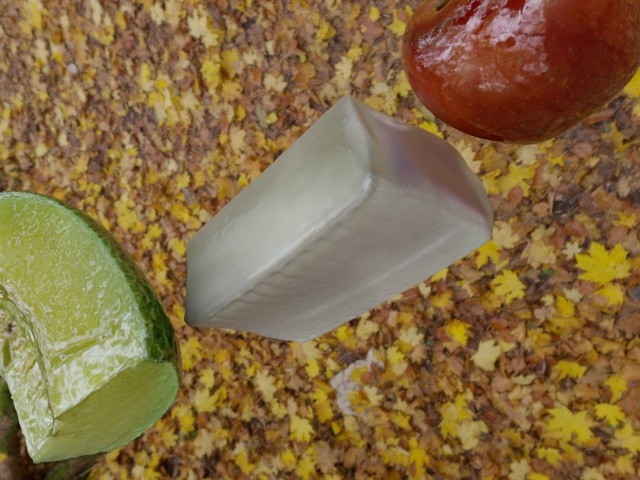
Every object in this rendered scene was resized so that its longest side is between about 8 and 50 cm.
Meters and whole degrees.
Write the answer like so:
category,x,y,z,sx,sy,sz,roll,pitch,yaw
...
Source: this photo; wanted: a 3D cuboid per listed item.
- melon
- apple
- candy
category,x,y,z,sx,sy,sz,roll,pitch,yaw
melon,-0.341,0.090,0.618,0.344,0.226,0.331,59,146,21
apple,0.162,-0.167,0.394,0.168,0.181,0.181,36,135,-20
candy,0.001,-0.001,0.599,0.358,0.208,0.145,-37,50,35
